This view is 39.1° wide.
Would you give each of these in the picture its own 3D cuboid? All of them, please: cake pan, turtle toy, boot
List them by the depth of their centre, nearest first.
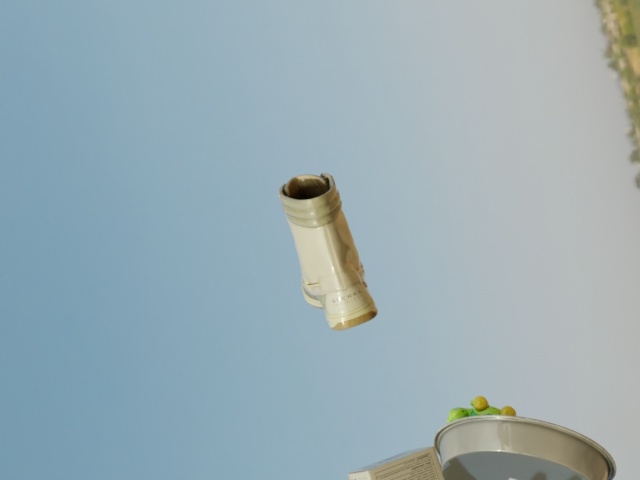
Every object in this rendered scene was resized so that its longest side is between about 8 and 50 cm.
[{"bbox_3d":[0.000,0.000,1.054,0.213,0.077,0.165,-130,20,-74],"label":"boot"},{"bbox_3d":[0.323,0.372,1.455,0.293,0.293,0.054,56,-139,-43],"label":"cake pan"},{"bbox_3d":[0.277,0.306,1.510,0.066,0.130,0.095,-65,-31,-16],"label":"turtle toy"}]

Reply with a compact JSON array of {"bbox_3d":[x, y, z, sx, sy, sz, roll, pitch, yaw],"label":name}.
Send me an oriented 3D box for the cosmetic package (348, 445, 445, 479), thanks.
[{"bbox_3d":[0.185,0.573,1.744,0.113,0.160,0.310,-39,66,64],"label":"cosmetic package"}]
